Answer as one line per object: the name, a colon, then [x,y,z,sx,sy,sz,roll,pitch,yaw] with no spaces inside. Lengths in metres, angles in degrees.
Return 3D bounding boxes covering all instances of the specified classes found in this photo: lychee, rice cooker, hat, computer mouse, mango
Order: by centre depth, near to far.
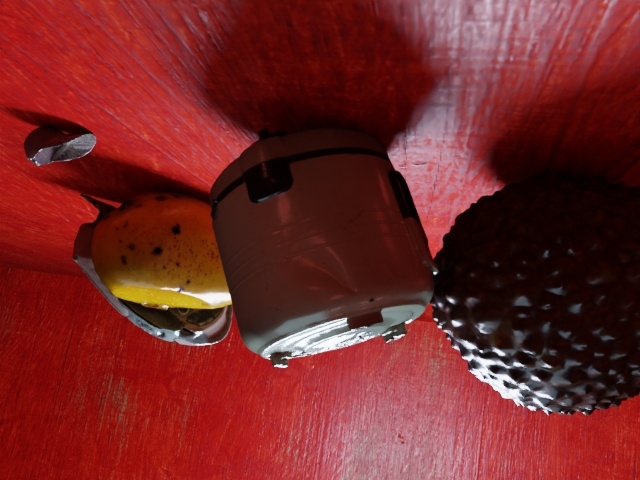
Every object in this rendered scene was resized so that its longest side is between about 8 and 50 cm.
rice cooker: [0.000,0.000,0.609,0.226,0.244,0.226,-17,159,-7]
lychee: [0.263,0.059,0.621,0.276,0.275,0.304,15,146,-27]
hat: [-0.338,-0.130,0.716,0.087,0.042,0.058,-24,175,-9]
mango: [-0.234,0.019,0.938,0.290,0.190,0.160,21,155,-32]
computer mouse: [-0.331,0.063,1.043,0.389,0.199,0.115,41,133,6]
